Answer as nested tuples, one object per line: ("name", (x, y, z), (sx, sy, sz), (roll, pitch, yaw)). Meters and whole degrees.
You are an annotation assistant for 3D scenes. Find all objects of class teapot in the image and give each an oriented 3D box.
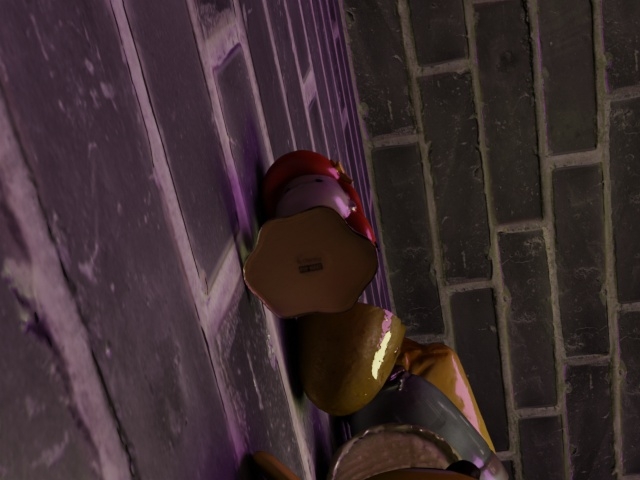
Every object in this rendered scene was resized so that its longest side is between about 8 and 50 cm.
("teapot", (0.166, 0.401, 1.484), (0.312, 0.233, 0.315), (56, -29, 10))

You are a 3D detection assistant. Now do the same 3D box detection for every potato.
("potato", (0.037, 0.194, 1.174), (0.203, 0.178, 0.157), (136, -33, -68))

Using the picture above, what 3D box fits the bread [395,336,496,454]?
("bread", (0.229, 0.427, 1.884), (0.361, 0.250, 0.394), (132, -61, -74))

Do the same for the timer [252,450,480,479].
("timer", (0.090, 0.402, 0.861), (0.387, 0.376, 0.376), (35, -23, 34))

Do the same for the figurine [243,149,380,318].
("figurine", (-0.009, -0.001, 1.045), (0.208, 0.181, 0.257), (38, 19, -11))

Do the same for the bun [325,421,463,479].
("bun", (0.129, 0.431, 1.253), (0.152, 0.260, 0.259), (88, -1, -62))
